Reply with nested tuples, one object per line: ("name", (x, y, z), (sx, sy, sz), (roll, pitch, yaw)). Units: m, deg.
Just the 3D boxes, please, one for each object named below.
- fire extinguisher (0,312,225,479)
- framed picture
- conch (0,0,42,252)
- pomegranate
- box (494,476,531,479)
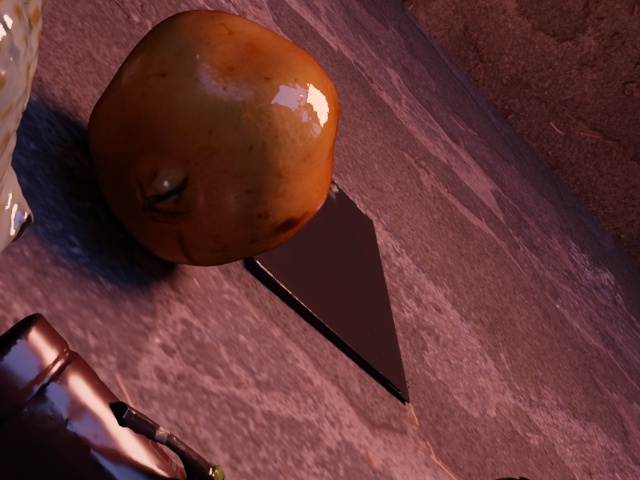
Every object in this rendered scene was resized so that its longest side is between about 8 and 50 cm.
("fire extinguisher", (-0.065, 0.189, 0.591), (0.341, 0.141, 0.105), (49, 50, -11))
("framed picture", (0.000, 0.000, 1.242), (0.255, 0.014, 0.338), (43, 22, -30))
("conch", (-0.256, -0.133, 0.563), (0.319, 0.215, 0.303), (41, 33, -12))
("pomegranate", (-0.085, -0.086, 0.896), (0.209, 0.209, 0.209), (45, 21, -23))
("box", (0.281, 0.370, 1.129), (0.345, 0.097, 0.134), (41, 21, -32))
